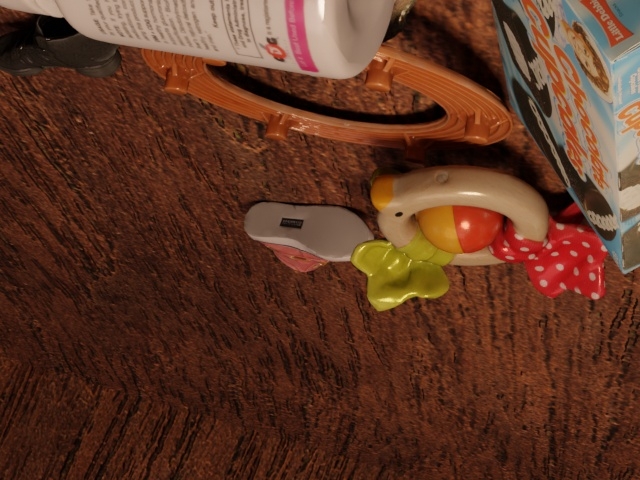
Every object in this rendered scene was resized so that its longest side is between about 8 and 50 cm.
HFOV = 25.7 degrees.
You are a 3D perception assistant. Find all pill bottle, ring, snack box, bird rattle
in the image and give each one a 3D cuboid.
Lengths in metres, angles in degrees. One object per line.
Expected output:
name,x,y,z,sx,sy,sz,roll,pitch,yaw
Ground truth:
pill bottle,-0.096,-0.214,1.007,0.283,0.160,0.160,11,159,18
ring,0.003,-0.124,1.245,0.336,0.032,0.336,11,171,2
snack box,0.185,-0.122,0.989,0.060,0.187,0.322,-28,152,-1
bird rattle,0.149,-0.006,1.356,0.253,0.143,0.207,6,159,22

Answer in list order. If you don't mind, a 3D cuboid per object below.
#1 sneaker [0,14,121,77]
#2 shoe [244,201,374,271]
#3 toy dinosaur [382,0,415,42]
sneaker,-0.257,-0.198,1.355,0.170,0.051,0.089,6,157,17
shoe,0.000,0.000,1.639,0.178,0.063,0.081,10,161,35
toy dinosaur,-0.044,-0.187,1.186,0.118,0.064,0.268,26,163,-39
